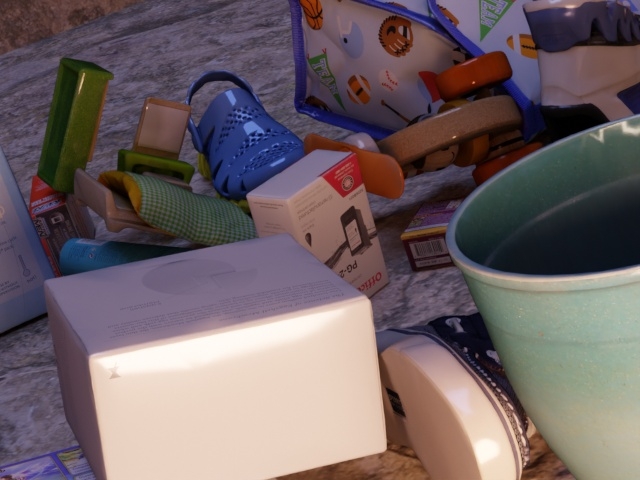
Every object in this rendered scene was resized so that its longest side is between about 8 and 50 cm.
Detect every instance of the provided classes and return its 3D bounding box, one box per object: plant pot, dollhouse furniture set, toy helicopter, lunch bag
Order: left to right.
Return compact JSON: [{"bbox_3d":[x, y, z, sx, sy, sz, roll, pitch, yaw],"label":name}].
[{"bbox_3d":[-0.188,-0.099,2.092,0.198,0.151,0.301,11,9,-26],"label":"dollhouse furniture set"},{"bbox_3d":[0.056,-0.075,1.955,0.355,0.140,0.235,-24,-3,37],"label":"toy helicopter"},{"bbox_3d":[0.201,-0.258,2.184,0.328,0.239,0.385,-33,40,-33],"label":"lunch bag"},{"bbox_3d":[0.250,0.074,1.228,0.272,0.255,0.271,-16,20,6],"label":"plant pot"}]

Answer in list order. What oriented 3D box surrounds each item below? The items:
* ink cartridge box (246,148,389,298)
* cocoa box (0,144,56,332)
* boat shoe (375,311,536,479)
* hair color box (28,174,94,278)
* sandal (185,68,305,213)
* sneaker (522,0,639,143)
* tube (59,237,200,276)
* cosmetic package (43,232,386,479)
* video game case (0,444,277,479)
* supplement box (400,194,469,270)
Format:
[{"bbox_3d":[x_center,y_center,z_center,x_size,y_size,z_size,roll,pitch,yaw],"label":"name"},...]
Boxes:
[{"bbox_3d":[0.000,0.000,1.798,0.063,0.150,0.109,7,32,43],"label":"ink cartridge box"},{"bbox_3d":[-0.512,0.018,2.089,0.347,0.231,0.228,-25,23,-14],"label":"cocoa box"},{"bbox_3d":[0.137,0.107,1.391,0.158,0.127,0.340,-19,10,-9],"label":"boat shoe"},{"bbox_3d":[-0.320,-0.023,2.227,0.053,0.093,0.167,-21,20,-1],"label":"hair color box"},{"bbox_3d":[-0.100,-0.126,2.235,0.126,0.138,0.317,-23,22,-15],"label":"sandal"},{"bbox_3d":[0.324,-0.156,1.951,0.127,0.182,0.315,4,1,44],"label":"sneaker"},{"bbox_3d":[-0.208,0.027,2.070,0.207,0.052,0.080,3,34,36],"label":"tube"},{"bbox_3d":[-0.091,0.101,1.467,0.224,0.138,0.225,-11,15,-14],"label":"cosmetic package"},{"bbox_3d":[-0.172,0.230,1.423,0.269,0.061,0.244,-14,18,-18],"label":"video game case"},{"bbox_3d":[0.124,-0.008,1.858,0.055,0.043,0.083,-10,23,27],"label":"supplement box"}]
